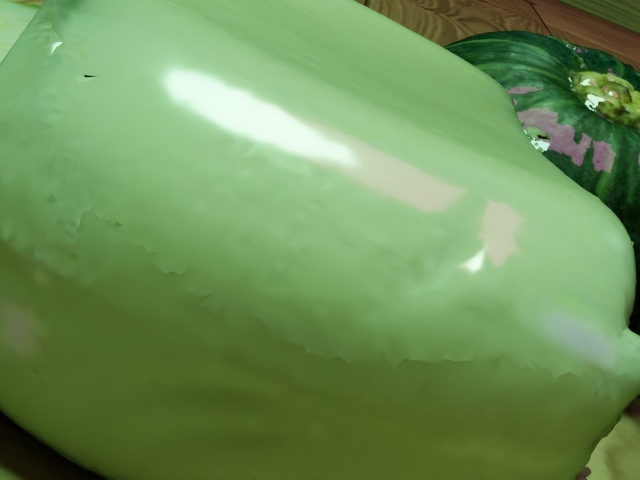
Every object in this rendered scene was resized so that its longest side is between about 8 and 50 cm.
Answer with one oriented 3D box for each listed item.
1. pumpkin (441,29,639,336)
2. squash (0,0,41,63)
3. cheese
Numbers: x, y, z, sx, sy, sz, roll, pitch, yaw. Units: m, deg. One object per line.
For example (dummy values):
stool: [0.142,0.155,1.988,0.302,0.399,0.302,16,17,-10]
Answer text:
pumpkin: [0.100,-0.018,0.717,0.167,0.125,0.167,10,32,-6]
squash: [-0.163,-0.073,0.719,0.219,0.041,0.219,16,16,-5]
cheese: [0.000,0.000,0.514,0.233,0.127,0.266,24,17,-6]
